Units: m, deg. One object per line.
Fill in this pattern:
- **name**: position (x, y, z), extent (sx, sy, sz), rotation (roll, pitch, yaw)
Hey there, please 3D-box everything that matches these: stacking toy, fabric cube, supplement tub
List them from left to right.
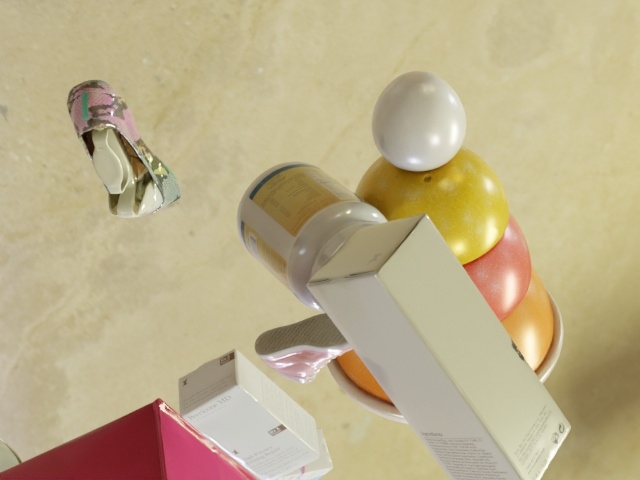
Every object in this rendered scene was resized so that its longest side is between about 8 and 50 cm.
- **fabric cube**: position (-0.197, 0.365, 1.035), extent (0.258, 0.254, 0.259), rotation (-26, 136, 10)
- **supplement tub**: position (0.000, 0.000, 1.239), extent (0.144, 0.200, 0.144), rotation (-16, 123, -26)
- **stacking toy**: position (0.147, -0.020, 1.362), extent (0.351, 0.350, 0.479), rotation (-26, 130, -19)

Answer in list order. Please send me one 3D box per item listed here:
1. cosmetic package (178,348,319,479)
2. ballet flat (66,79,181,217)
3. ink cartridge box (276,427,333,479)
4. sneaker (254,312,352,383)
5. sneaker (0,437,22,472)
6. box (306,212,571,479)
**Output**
- **cosmetic package**: position (-0.111, 0.283, 1.602), extent (0.117, 0.085, 0.231), rotation (-31, 129, 17)
- **ballet flat**: position (-0.207, -0.074, 1.058), extent (0.077, 0.079, 0.221), rotation (-7, 147, 9)
- **ink cartridge box**: position (-0.065, 0.453, 2.081), extent (0.143, 0.089, 0.092), rotation (-4, 152, -29)
- **sneaker**: position (-0.003, 0.127, 1.169), extent (0.134, 0.051, 0.070), rotation (-13, 135, 21)
- **sneaker**: position (-0.441, 0.266, 1.184), extent (0.100, 0.108, 0.271), rotation (-60, 148, -10)
- **box**: position (0.117, 0.113, 0.970), extent (0.094, 0.113, 0.275), rotation (-46, 111, -33)
